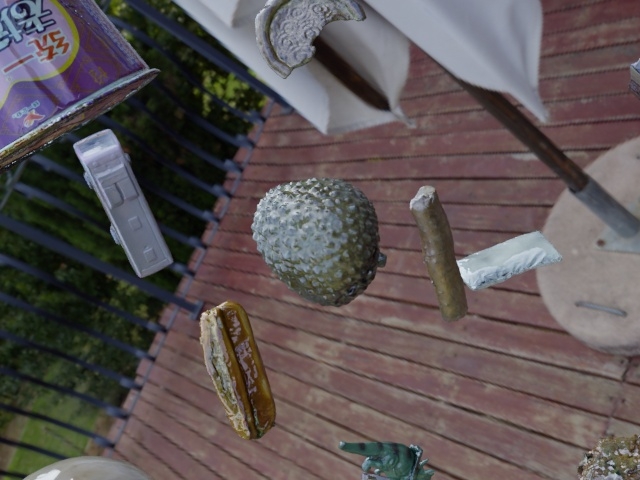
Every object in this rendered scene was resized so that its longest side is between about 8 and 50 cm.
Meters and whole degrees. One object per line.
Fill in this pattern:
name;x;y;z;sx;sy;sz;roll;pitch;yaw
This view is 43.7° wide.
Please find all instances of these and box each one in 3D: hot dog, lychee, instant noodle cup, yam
hot dog;-0.159;0.248;1.503;0.072;0.115;0.269;-16;88;35
lychee;0.000;0.000;1.549;0.255;0.274;0.256;-165;90;-78
instant noodle cup;-0.430;-0.252;1.074;0.339;0.266;0.340;-30;14;8
yam;0.178;0.023;1.198;0.056;0.241;0.057;-14;35;10

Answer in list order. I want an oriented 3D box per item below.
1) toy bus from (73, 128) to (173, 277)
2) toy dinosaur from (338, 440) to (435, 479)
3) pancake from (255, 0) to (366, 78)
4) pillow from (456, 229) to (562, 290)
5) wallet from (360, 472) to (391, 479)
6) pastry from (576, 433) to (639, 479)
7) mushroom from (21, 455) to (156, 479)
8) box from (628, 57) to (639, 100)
toy bus;-0.229;-0.041;0.937;0.057;0.172;0.072;-27;28;-14
toy dinosaur;0.135;0.494;1.760;0.120;0.291;0.079;-62;29;19
pancake;-0.021;-0.356;1.355;0.020;0.184;0.191;107;176;-77
pillow;0.427;0.045;1.835;0.229;0.051;0.128;-20;34;0
wallet;0.146;0.723;2.012;0.137;0.031;0.255;9;58;11
pastry;0.661;0.515;1.670;0.274;0.193;0.275;-25;31;16
mushroom;-0.358;0.507;1.175;0.362;0.295;0.362;-18;36;14
box;0.478;-0.160;0.976;0.084;0.198;0.310;-45;-11;18
